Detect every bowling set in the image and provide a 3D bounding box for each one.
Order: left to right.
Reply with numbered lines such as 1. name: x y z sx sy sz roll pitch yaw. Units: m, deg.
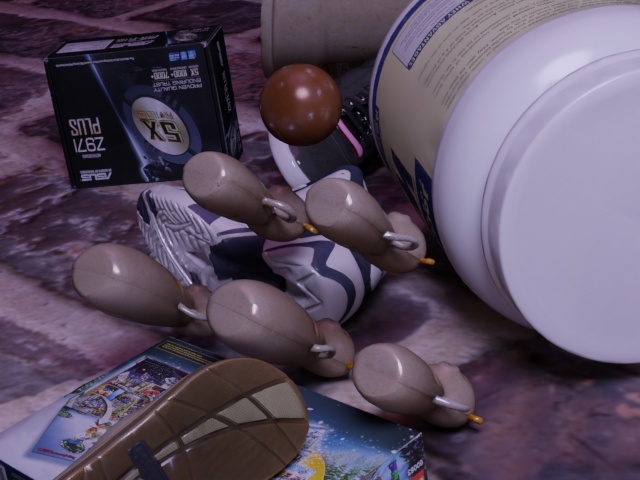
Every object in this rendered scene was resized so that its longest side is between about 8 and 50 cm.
1. bowling set: 0.000 0.000 0.790 0.287 0.199 0.154 20 -6 29

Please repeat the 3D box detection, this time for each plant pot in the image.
1. plant pot: 0.110 -0.326 1.333 0.306 0.333 0.334 9 25 2

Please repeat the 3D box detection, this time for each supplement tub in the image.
1. supplement tub: 0.178 -0.072 0.873 0.236 0.235 0.325 -11 23 -6

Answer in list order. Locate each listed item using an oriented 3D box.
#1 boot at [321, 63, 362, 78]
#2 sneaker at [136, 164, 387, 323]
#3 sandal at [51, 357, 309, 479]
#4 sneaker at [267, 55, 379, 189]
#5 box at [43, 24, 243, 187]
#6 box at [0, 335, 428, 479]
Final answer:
1. boot: 0.121 -0.265 1.537 0.270 0.089 0.236 -7 36 5
2. sneaker: -0.030 -0.009 0.979 0.235 0.094 0.153 14 30 41
3. sandal: -0.086 0.119 0.635 0.180 0.072 0.049 -31 10 -31
4. sneaker: 0.056 -0.137 1.174 0.147 0.104 0.296 -29 8 30
5. box: -0.187 -0.143 1.271 0.180 0.147 0.077 -4 24 9
6. box: -0.075 0.137 0.715 0.233 0.044 0.159 15 32 43
